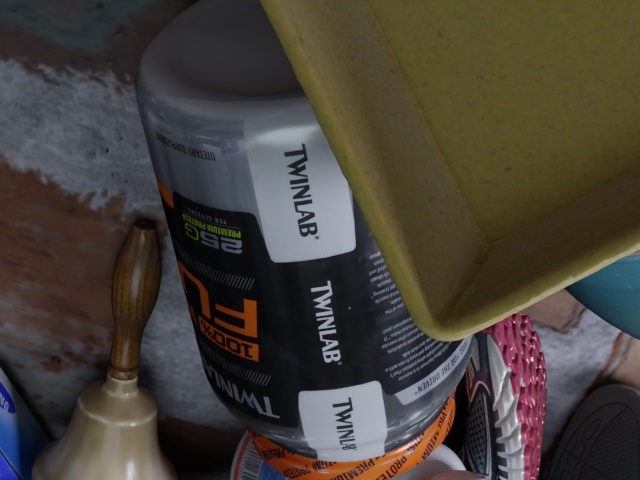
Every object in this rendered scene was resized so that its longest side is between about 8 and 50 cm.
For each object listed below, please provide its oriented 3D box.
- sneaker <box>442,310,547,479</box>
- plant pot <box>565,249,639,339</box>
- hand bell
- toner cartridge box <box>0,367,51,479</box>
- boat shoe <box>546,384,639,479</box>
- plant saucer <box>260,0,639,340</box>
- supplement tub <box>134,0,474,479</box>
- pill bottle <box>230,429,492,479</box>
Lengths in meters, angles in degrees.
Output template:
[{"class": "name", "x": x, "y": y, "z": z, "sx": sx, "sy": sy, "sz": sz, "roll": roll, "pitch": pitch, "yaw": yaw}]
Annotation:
[{"class": "sneaker", "x": 0.126, "y": 0.180, "z": 1.265, "sx": 0.112, "sy": 0.121, "sz": 0.299, "roll": 6, "pitch": 125, "yaw": 11}, {"class": "plant pot", "x": 0.264, "y": -0.037, "z": 1.017, "sx": 0.271, "sy": 0.272, "sz": 0.255, "roll": -24, "pitch": 136, "yaw": 21}, {"class": "hand bell", "x": -0.158, "y": 0.096, "z": 1.253, "sx": 0.126, "sy": 0.126, "sz": 0.242, "roll": 11, "pitch": 114, "yaw": -4}, {"class": "toner cartridge box", "x": -0.307, "y": 0.231, "z": 1.354, "sx": 0.165, "sy": 0.075, "sz": 0.348, "roll": -14, "pitch": 127, "yaw": 13}, {"class": "boat shoe", "x": 0.264, "y": 0.272, "z": 1.306, "sx": 0.103, "sy": 0.118, "sz": 0.321, "roll": -9, "pitch": 104, "yaw": -33}, {"class": "plant saucer", "x": 0.142, "y": -0.157, "z": 0.870, "sx": 0.332, "sy": 0.081, "sz": 0.333, "roll": -28, "pitch": 79, "yaw": 16}, {"class": "supplement tub", "x": 0.000, "y": 0.000, "z": 1.086, "sx": 0.207, "sy": 0.207, "sz": 0.338, "roll": -5, "pitch": 125, "yaw": 8}, {"class": "pill bottle", "x": 0.041, "y": 0.206, "z": 1.206, "sx": 0.221, "sy": 0.124, "sz": 0.124, "roll": 12, "pitch": 140, "yaw": 47}]
